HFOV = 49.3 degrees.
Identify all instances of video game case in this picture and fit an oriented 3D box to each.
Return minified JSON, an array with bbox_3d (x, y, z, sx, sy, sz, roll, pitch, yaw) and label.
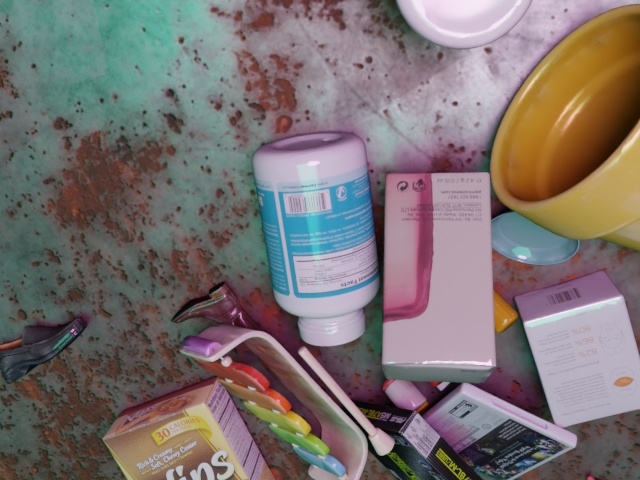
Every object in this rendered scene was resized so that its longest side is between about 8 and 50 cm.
[{"bbox_3d":[0.236,0.279,0.997,0.173,0.022,0.190,26,142,-3],"label":"video game case"}]

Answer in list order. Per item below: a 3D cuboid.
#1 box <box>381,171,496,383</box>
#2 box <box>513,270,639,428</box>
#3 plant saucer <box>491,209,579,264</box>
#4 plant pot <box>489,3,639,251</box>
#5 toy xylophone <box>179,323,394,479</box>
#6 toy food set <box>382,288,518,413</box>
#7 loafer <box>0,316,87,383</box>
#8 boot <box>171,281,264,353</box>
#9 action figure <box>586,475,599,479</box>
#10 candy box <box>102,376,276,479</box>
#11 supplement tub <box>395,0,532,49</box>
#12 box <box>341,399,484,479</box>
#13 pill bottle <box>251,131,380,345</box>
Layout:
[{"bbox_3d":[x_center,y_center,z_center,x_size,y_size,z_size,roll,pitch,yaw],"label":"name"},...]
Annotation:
[{"bbox_3d":[0.141,0.049,0.853,0.127,0.148,0.232,1,72,8],"label":"box"},{"bbox_3d":[0.354,0.149,0.949,0.130,0.091,0.170,-17,106,12],"label":"box"},{"bbox_3d":[0.277,-0.009,0.913,0.119,0.021,0.119,15,151,9],"label":"plant saucer"},{"bbox_3d":[0.367,-0.095,0.796,0.239,0.254,0.254,27,111,-20],"label":"plant pot"},{"bbox_3d":[-0.041,0.224,0.957,0.322,0.236,0.081,46,66,-13],"label":"toy xylophone"},{"bbox_3d":[0.151,0.149,0.973,0.104,0.111,0.232,49,122,21],"label":"toy food set"},{"bbox_3d":[-0.431,0.156,1.061,0.170,0.062,0.061,-31,98,14],"label":"loafer"},{"bbox_3d":[-0.149,0.131,1.033,0.106,0.037,0.114,-30,108,14],"label":"boot"},{"bbox_3d":[0.434,0.404,1.064,0.038,0.030,0.115,-27,102,20],"label":"action figure"},{"bbox_3d":[-0.177,0.388,1.096,0.183,0.087,0.316,-22,105,14],"label":"candy box"},{"bbox_3d":[0.150,-0.289,0.762,0.144,0.199,0.144,2,109,5],"label":"supplement tub"},{"bbox_3d":[0.134,0.308,0.990,0.190,0.184,0.045,47,64,-13],"label":"box"},{"bbox_3d":[0.000,0.000,0.910,0.146,0.146,0.264,-5,109,8],"label":"pill bottle"}]
